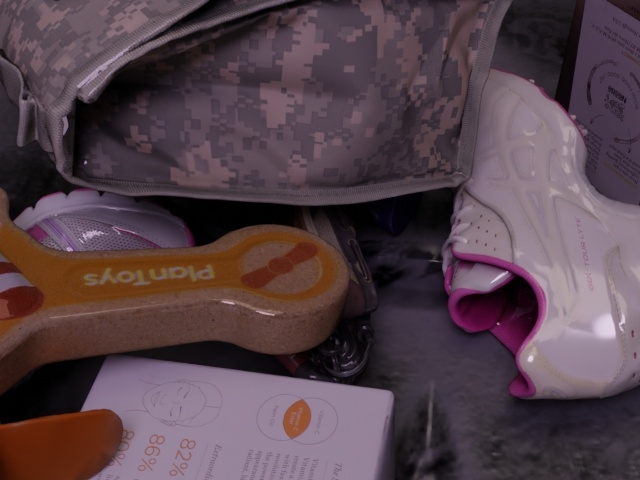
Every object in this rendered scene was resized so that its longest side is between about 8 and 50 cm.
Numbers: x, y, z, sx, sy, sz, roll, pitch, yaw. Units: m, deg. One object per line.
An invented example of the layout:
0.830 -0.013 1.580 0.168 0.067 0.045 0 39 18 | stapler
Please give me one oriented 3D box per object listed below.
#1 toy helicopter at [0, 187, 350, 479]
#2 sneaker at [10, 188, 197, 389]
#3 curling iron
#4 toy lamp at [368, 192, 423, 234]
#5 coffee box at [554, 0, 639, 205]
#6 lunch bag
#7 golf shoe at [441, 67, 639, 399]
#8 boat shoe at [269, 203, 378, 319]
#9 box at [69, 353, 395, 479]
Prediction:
-0.150 0.044 0.462 0.355 0.140 0.235 -4 37 -17 | toy helicopter
-0.203 0.049 0.612 0.252 0.103 0.111 -16 50 -3 | sneaker
-0.063 0.022 0.667 0.068 0.035 0.274 -23 44 -37 | curling iron
-0.051 -0.080 0.740 0.275 0.080 0.080 22 51 20 | toy lamp
0.283 -0.173 0.650 0.168 0.297 0.119 -21 51 -18 | coffee box
-0.069 -0.134 0.587 0.287 0.169 0.235 -10 35 -28 | lunch bag
0.132 -0.017 0.640 0.140 0.115 0.306 -19 46 -10 | golf shoe
0.000 0.000 0.636 0.049 0.056 0.152 4 44 -22 | boat shoe
-0.052 0.148 0.499 0.170 0.091 0.130 6 45 11 | box
